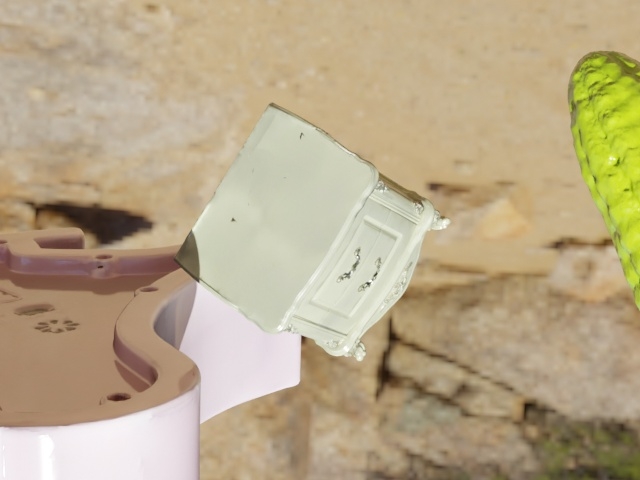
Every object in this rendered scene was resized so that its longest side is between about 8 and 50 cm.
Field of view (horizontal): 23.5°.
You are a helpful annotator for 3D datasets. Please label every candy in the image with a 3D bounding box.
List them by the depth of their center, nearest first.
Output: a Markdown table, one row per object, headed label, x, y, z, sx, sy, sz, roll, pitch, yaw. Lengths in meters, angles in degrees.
| label | x | y | z | sx | sy | sz | roll | pitch | yaw |
| --- | --- | --- | --- | --- | --- | --- | --- | --- | --- |
| candy | 0.196 | -0.013 | 0.822 | 0.097 | 0.209 | 0.097 | -27 | 166 | -7 |

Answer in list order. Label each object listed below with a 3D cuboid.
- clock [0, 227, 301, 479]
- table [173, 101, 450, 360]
| label | x | y | z | sx | sy | sz | roll | pitch | yaw |
| --- | --- | --- | --- | --- | --- | --- | --- | --- | --- |
| clock | -0.108 | 0.061 | 0.683 | 0.290 | 0.080 | 0.275 | -14 | -160 | -42 |
| table | 0.000 | 0.000 | 0.644 | 0.062 | 0.079 | 0.083 | 35 | -176 | 30 |
